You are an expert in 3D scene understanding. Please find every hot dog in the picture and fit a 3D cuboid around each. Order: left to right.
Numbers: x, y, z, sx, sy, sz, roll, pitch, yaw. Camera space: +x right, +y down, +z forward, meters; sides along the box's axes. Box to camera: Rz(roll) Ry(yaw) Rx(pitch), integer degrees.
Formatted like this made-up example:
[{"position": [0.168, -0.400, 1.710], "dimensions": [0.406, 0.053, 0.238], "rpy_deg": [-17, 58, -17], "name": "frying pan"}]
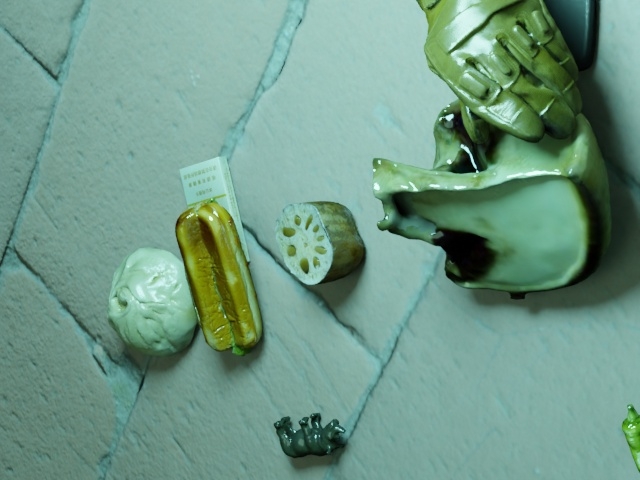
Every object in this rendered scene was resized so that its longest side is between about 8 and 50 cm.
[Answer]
[{"position": [-0.149, 0.060, 2.086], "dimensions": [0.104, 0.076, 0.250], "rpy_deg": [-11, 109, 19], "name": "hot dog"}]

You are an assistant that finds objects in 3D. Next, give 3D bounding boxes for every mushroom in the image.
[{"position": [0.232, -0.056, 1.725], "dimensions": [0.292, 0.217, 0.212], "rpy_deg": [-12, 46, 26], "name": "mushroom"}]

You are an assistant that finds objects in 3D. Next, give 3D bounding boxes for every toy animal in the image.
[{"position": [-0.010, 0.288, 2.038], "dimensions": [0.136, 0.047, 0.065], "rpy_deg": [-15, 92, 40], "name": "toy animal"}]

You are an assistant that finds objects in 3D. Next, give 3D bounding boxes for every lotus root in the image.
[{"position": [-0.002, 0.001, 1.961], "dimensions": [0.112, 0.081, 0.122], "rpy_deg": [-34, 75, 41], "name": "lotus root"}]

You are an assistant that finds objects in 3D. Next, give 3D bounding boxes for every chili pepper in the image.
[{"position": [0.422, 0.292, 1.664], "dimensions": [0.049, 0.043, 0.208], "rpy_deg": [-38, 75, 12], "name": "chili pepper"}]

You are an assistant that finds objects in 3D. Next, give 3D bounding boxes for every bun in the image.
[{"position": [-0.278, 0.103, 2.207], "dimensions": [0.183, 0.102, 0.183], "rpy_deg": [9, 105, 38], "name": "bun"}]

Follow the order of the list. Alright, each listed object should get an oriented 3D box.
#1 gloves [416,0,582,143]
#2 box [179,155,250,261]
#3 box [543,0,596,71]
[{"position": [0.194, -0.242, 1.627], "dimensions": [0.154, 0.141, 0.331], "rpy_deg": [-27, 50, 9], "name": "gloves"}, {"position": [-0.164, -0.039, 2.134], "dimensions": [0.090, 0.024, 0.167], "rpy_deg": [-14, 88, 40], "name": "box"}, {"position": [0.284, -0.271, 1.706], "dimensions": [0.125, 0.027, 0.126], "rpy_deg": [7, 100, 38], "name": "box"}]
